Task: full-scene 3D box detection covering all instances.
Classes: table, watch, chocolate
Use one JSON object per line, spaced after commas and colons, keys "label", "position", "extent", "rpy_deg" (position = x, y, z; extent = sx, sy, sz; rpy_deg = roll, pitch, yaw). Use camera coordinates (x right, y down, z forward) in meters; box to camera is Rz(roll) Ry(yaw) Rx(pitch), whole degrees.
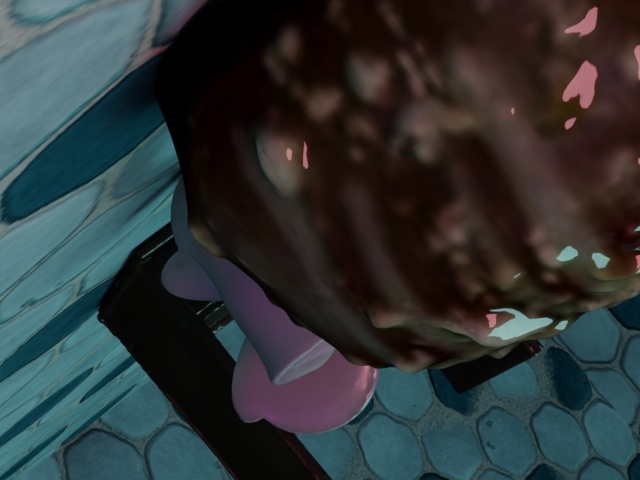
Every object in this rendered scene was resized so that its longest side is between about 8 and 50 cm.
{"label": "table", "position": [-0.003, 0.077, 1.423], "extent": [0.250, 0.282, 0.196], "rpy_deg": [-38, 177, -26]}
{"label": "watch", "position": [0.000, 0.000, 1.029], "extent": [0.248, 0.211, 0.217], "rpy_deg": [-33, 172, 9]}
{"label": "chocolate", "position": [0.092, -0.055, 0.775], "extent": [0.340, 0.210, 0.225], "rpy_deg": [-31, 173, 31]}
